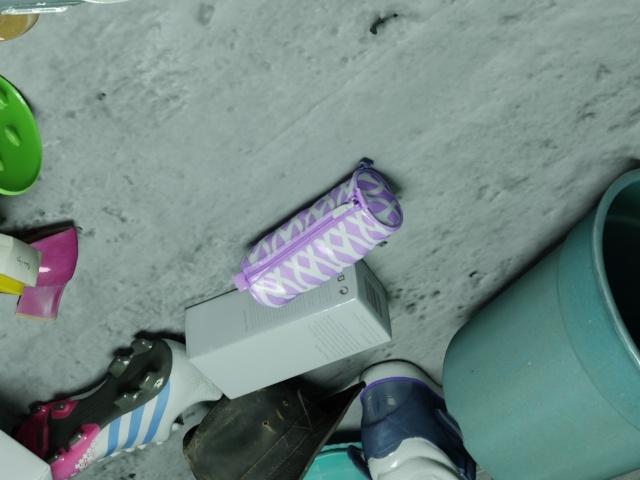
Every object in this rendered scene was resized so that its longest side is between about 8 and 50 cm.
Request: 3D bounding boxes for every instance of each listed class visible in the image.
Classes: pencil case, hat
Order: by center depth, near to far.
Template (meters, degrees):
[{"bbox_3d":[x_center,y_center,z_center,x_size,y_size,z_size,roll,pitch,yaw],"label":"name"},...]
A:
[{"bbox_3d":[0.000,0.000,1.793,0.206,0.086,0.088,-37,170,30],"label":"pencil case"},{"bbox_3d":[-0.094,0.259,2.023,0.134,0.331,0.331,46,124,-5],"label":"hat"}]

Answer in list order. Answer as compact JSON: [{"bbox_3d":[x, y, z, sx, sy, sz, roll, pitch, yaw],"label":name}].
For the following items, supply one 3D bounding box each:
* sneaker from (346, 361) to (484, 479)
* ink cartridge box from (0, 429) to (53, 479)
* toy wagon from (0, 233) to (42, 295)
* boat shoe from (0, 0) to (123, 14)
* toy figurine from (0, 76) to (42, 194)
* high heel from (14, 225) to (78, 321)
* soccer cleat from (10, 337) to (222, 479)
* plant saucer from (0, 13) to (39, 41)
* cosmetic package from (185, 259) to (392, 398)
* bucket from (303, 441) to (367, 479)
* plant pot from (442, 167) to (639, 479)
[{"bbox_3d":[0.167,0.322,2.134,0.130,0.236,0.323,-28,140,22],"label":"sneaker"},{"bbox_3d":[-0.448,0.332,1.990,0.226,0.131,0.306,32,152,15],"label":"ink cartridge box"},{"bbox_3d":[-0.462,-0.008,1.590,0.344,0.068,0.267,9,172,7],"label":"toy wagon"},{"bbox_3d":[-0.256,-0.260,1.411,0.319,0.116,0.099,-10,-173,-11],"label":"boat shoe"},{"bbox_3d":[-0.393,-0.101,1.567,0.159,0.130,0.173,-19,122,27],"label":"toy figurine"},{"bbox_3d":[-0.396,0.016,1.752,0.244,0.082,0.117,13,111,-10],"label":"high heel"},{"bbox_3d":[-0.266,0.242,2.029,0.331,0.116,0.143,-34,138,28],"label":"soccer cleat"},{"bbox_3d":[-0.309,-0.216,1.496,0.083,0.015,0.083,-7,143,-5],"label":"plant saucer"},{"bbox_3d":[-0.040,0.103,1.927,0.231,0.085,0.117,-19,142,15],"label":"cosmetic package"},{"bbox_3d":[0.021,0.411,2.229,0.281,0.183,0.281,-11,155,-5],"label":"bucket"},{"bbox_3d":[0.343,0.140,1.888,0.341,0.341,0.334,17,143,-32],"label":"plant pot"}]
